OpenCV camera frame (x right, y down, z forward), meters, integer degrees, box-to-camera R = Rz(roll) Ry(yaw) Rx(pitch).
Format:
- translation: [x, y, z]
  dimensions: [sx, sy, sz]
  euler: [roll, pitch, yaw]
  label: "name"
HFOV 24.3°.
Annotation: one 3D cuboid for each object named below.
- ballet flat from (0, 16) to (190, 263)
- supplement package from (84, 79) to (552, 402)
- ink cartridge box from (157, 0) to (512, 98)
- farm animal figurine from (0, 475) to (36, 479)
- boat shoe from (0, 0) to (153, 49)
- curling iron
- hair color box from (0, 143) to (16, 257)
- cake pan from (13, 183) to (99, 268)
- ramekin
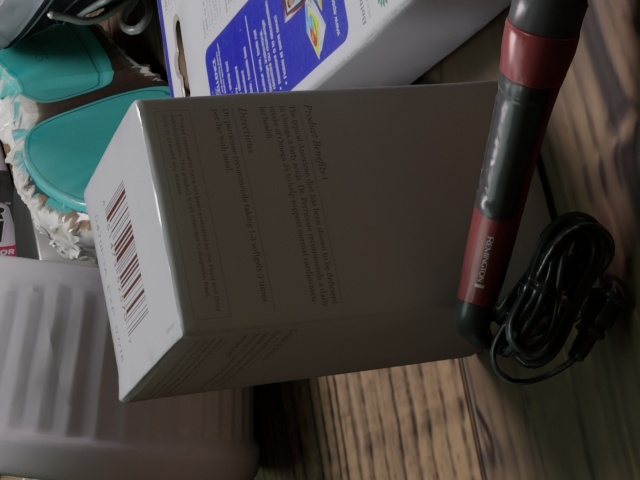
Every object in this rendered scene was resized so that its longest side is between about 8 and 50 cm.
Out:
- translation: [-0.158, -0.062, 1.108]
  dimensions: [0.409, 0.147, 0.147]
  euler: [-127, 39, -58]
  label: "ballet flat"
- translation: [0.000, 0.000, 0.655]
  dimensions: [0.105, 0.179, 0.105]
  euler: [134, 128, -60]
  label: "supplement package"
- translation: [-0.008, -0.144, 0.796]
  dimensions: [0.333, 0.065, 0.165]
  euler: [151, 112, -63]
  label: "ink cartridge box"
- translation: [-0.166, 0.257, 1.069]
  dimensions: [0.330, 0.172, 0.327]
  euler: [51, 158, -13]
  label: "farm animal figurine"
- translation: [-0.165, -0.208, 1.078]
  dimensions: [0.306, 0.105, 0.113]
  euler: [-32, 45, 52]
  label: "boat shoe"
- translation: [0.097, -0.078, 0.581]
  dimensions: [0.035, 0.068, 0.273]
  euler: [-154, 67, -65]
  label: "curling iron"
- translation: [-0.447, -0.031, 1.683]
  dimensions: [0.113, 0.185, 0.374]
  euler: [106, 149, -41]
  label: "hair color box"
- translation: [-0.226, 0.065, 1.312]
  dimensions: [0.293, 0.054, 0.293]
  euler: [173, 90, -74]
  label: "cake pan"
- translation: [-0.166, 0.078, 0.975]
  dimensions: [0.273, 0.273, 0.127]
  euler: [-179, 97, -67]
  label: "ramekin"
